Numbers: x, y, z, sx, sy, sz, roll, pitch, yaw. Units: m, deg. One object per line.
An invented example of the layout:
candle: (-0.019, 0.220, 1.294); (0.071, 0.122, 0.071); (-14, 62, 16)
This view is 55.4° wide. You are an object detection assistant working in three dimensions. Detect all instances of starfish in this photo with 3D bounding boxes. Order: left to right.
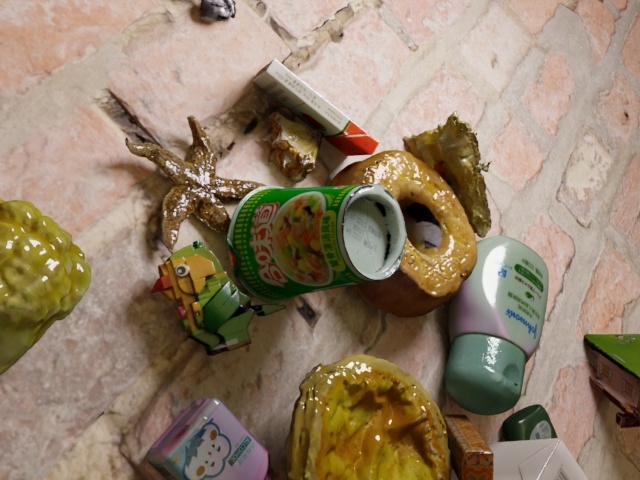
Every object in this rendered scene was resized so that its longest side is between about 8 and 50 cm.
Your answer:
starfish: (-0.197, -0.086, 1.003); (0.277, 0.062, 0.236); (19, 61, -35)

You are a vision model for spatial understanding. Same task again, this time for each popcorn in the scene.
popcorn: (-0.438, 0.062, 0.731); (0.225, 0.174, 0.286); (40, 65, 3)

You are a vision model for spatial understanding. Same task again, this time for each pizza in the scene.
pizza: (0.249, -0.163, 1.209); (0.075, 0.288, 0.280); (-30, 64, -5)

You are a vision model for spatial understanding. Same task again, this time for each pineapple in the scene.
pineapple: (-0.044, -0.181, 1.137); (0.116, 0.069, 0.137); (-26, 86, -36)

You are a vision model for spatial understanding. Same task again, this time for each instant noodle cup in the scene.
instant noodle cup: (0.000, 0.000, 0.966); (0.207, 0.232, 0.207); (5, 83, -45)

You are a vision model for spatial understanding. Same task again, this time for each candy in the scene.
candy: (-0.255, -0.481, 1.126); (0.226, 0.051, 0.094); (31, 48, -23)

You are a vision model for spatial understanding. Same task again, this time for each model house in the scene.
model house: (0.732, 0.327, 1.351); (0.207, 0.294, 0.154); (2, 101, -4)

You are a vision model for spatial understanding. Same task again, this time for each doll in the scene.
doll: (-0.163, 0.087, 0.930); (0.186, 0.106, 0.134); (46, 69, -10)

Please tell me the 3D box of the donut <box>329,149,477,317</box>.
donut: (0.151, -0.012, 1.154); (0.317, 0.150, 0.299); (26, 62, -23)

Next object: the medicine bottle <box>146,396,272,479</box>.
medicine bottle: (-0.138, 0.327, 0.868); (0.188, 0.094, 0.119); (49, 56, -8)

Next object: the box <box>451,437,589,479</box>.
box: (0.394, 0.530, 1.063); (0.143, 0.225, 0.341); (-36, 94, -38)

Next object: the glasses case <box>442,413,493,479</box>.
glasses case: (0.245, 0.361, 1.039); (0.049, 0.218, 0.075); (1, 89, 3)

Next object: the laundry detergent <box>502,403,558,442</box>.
laundry detergent: (0.449, 0.448, 1.231); (0.137, 0.063, 0.211); (-15, 81, -43)

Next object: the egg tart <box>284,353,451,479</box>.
egg tart: (0.066, 0.354, 0.970); (0.341, 0.132, 0.341); (13, 67, -32)

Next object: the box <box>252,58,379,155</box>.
box: (-0.011, -0.242, 1.142); (0.245, 0.139, 0.035); (36, 85, -19)

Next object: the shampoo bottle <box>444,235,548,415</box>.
shampoo bottle: (0.342, 0.174, 1.208); (0.222, 0.151, 0.350); (37, 57, -23)
